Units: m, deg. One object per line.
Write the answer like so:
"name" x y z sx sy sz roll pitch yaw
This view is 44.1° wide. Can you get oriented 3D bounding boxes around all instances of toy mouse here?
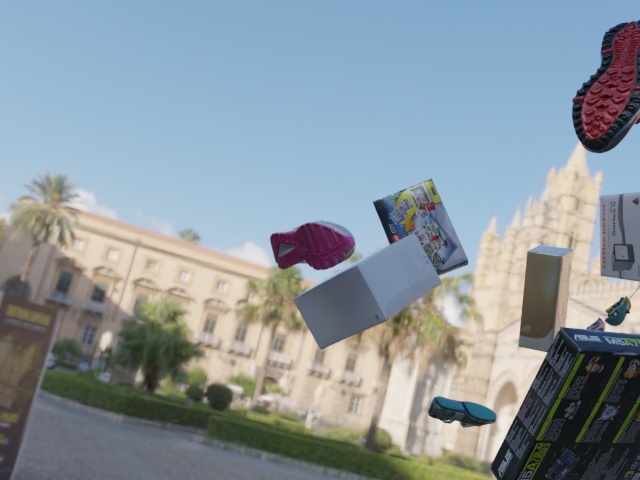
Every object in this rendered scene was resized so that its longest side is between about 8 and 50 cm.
"toy mouse" 0.622 0.173 1.702 0.031 0.143 0.161 49 -48 9

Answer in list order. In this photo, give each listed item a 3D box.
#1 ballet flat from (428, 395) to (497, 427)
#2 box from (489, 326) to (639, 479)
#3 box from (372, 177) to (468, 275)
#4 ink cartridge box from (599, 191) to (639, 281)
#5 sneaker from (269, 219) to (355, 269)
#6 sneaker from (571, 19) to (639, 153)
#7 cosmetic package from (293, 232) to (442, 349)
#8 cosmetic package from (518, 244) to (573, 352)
"ballet flat" 0.344 0.428 1.945 0.189 0.070 0.070 19 -14 -20
"box" 0.296 0.184 0.834 0.184 0.190 0.045 7 27 -21
"box" 0.243 -0.019 1.934 0.159 0.233 0.044 -22 -21 4
"ink cartridge box" 0.726 -0.008 1.742 0.115 0.198 0.273 -1 1 -6
"sneaker" 0.000 0.000 1.645 0.111 0.102 0.252 -19 10 -33
"sneaker" 0.460 -0.210 1.175 0.104 0.261 0.125 4 -40 42
"cosmetic package" 0.103 0.112 1.755 0.224 0.138 0.225 -31 -1 44
"cosmetic package" 0.261 0.066 0.914 0.041 0.115 0.060 8 10 30
